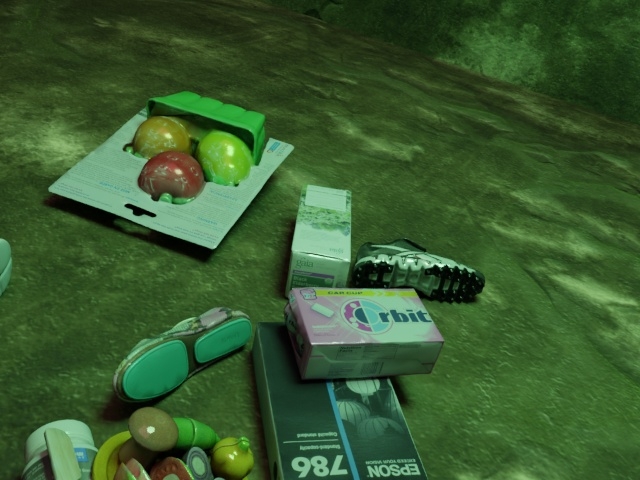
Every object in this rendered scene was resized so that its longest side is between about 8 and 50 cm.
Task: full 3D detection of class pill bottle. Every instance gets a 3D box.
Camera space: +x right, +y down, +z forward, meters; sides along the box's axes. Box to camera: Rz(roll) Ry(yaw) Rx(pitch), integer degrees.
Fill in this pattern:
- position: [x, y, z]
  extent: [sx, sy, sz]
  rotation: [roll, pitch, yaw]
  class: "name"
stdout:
- position: [-0.244, 0.247, 0.567]
  extent: [0.078, 0.078, 0.137]
  rotation: [-8, 38, -28]
  class: "pill bottle"

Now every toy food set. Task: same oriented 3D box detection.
- position: [-0.143, 0.218, 0.577]
  extent: [0.218, 0.071, 0.128]
  rotation: [21, 21, -38]
  class: "toy food set"

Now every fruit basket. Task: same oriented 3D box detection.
- position: [-0.262, -0.134, 1.116]
  extent: [0.327, 0.165, 0.353]
  rotation: [18, 49, 10]
  class: "fruit basket"

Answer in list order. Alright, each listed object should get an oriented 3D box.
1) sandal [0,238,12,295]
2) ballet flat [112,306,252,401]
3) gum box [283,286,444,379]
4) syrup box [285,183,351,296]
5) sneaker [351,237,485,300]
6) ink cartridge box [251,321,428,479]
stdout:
- position: [-0.489, 0.075, 0.726]
  extent: [0.076, 0.101, 0.265]
  rotation: [18, 35, 4]
  class: "sandal"
- position: [-0.187, 0.141, 0.767]
  extent: [0.079, 0.076, 0.222]
  rotation: [12, 22, 35]
  class: "ballet flat"
- position: [0.049, 0.118, 0.766]
  extent: [0.189, 0.062, 0.107]
  rotation: [2, 33, -18]
  class: "gum box"
- position: [0.000, 0.000, 1.011]
  extent: [0.093, 0.096, 0.236]
  rotation: [9, 33, -2]
  class: "syrup box"
- position: [0.169, 0.041, 1.022]
  extent: [0.235, 0.078, 0.106]
  rotation: [7, 35, -5]
  class: "sneaker"
- position: [0.018, 0.227, 0.704]
  extent: [0.166, 0.065, 0.332]
  rotation: [2, 35, -17]
  class: "ink cartridge box"
